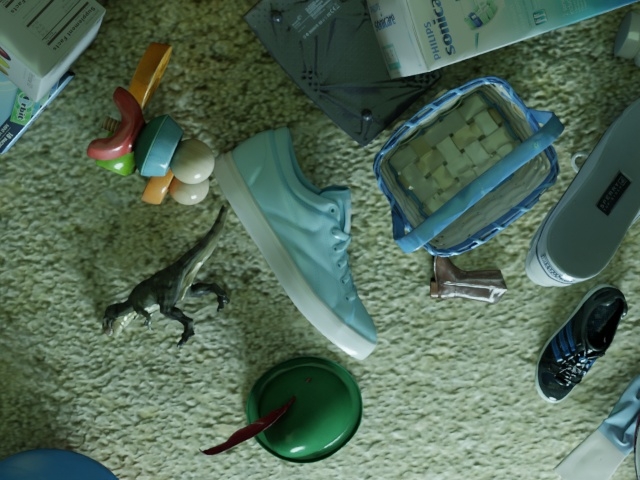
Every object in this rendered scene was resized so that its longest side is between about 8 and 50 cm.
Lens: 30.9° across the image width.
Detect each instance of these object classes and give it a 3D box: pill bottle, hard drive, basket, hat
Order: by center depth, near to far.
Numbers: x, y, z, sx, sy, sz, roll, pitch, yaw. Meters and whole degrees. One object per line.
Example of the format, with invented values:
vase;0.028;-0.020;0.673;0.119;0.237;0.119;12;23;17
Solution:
basket;0.193;-0.094;1.563;0.255;0.289;0.201;-37;104;5
pill bottle;0.490;-0.272;1.630;0.137;0.078;0.078;17;102;-3
hard drive;0.033;-0.278;1.646;0.172;0.054;0.255;-42;99;9
hat;-0.036;0.286;1.700;0.208;0.183;0.173;-33;100;7

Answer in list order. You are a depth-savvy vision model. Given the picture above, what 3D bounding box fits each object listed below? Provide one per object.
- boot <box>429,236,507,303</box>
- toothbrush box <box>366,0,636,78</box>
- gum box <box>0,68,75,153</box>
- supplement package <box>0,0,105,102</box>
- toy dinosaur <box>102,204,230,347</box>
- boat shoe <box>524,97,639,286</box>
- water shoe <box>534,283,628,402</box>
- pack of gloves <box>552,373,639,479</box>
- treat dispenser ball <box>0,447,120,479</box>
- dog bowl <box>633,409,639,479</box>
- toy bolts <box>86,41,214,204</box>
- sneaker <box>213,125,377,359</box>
boot;0.223;0.043;1.720;0.114;0.037;0.106;4;115;3
toothbrush box;0.231;-0.319;1.525;0.295;0.216;0.126;-19;98;-8
gum box;-0.475;-0.244;1.666;0.184;0.041;0.157;43;98;-8
supplement package;-0.431;-0.327;1.563;0.244;0.139;0.134;41;74;-7
toy dinosaur;-0.208;0.080;1.724;0.268;0.064;0.118;-41;92;5
boat shoe;0.413;-0.068;1.651;0.136;0.156;0.367;40;71;-3
water shoe;0.384;0.157;1.721;0.073;0.080;0.203;26;101;-4
pack of gloves;0.497;0.326;1.784;0.195;0.046;0.232;42;89;-7
treat dispenser ball;-0.402;0.449;1.688;0.288;0.288;0.288;0;102;1
dog bowl;0.645;0.310;1.696;0.408;0.150;0.408;0;97;-4
toy bolts;-0.206;-0.150;1.595;0.158;0.228;0.218;25;93;-4
sneaker;0.000;0.000;1.665;0.150;0.135;0.366;-33;101;10
